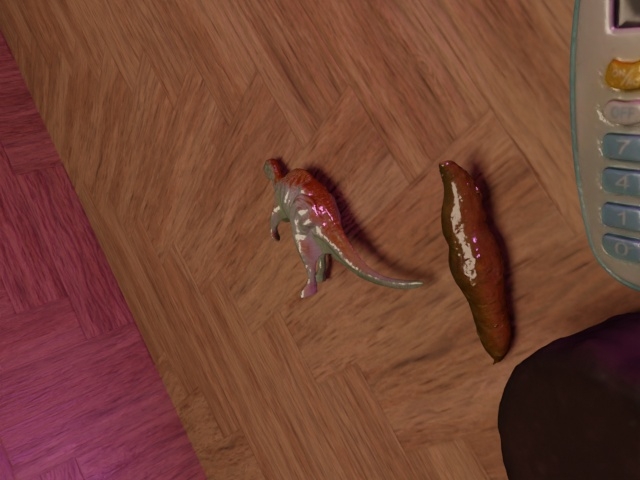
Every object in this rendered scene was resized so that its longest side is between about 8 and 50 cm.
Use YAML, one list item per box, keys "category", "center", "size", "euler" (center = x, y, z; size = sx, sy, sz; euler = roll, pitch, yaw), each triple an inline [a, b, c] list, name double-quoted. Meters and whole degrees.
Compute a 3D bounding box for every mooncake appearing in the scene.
- category: "mooncake"
  center: [0.298, 0.206, 0.530]
  size: [0.283, 0.141, 0.283]
  euler: [168, 90, -68]

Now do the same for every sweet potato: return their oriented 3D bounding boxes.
- category: "sweet potato"
  center: [0.184, 0.035, 0.693]
  size: [0.067, 0.067, 0.274]
  euler: [4, 115, 54]

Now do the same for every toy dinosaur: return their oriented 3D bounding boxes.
- category: "toy dinosaur"
  center: [0.000, 0.000, 0.913]
  size: [0.393, 0.092, 0.205]
  euler: [31, 126, 54]

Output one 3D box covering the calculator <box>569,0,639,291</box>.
- category: "calculator"
  center: [0.314, -0.101, 0.443]
  size: [0.256, 0.054, 0.386]
  euler: [18, 123, 49]
